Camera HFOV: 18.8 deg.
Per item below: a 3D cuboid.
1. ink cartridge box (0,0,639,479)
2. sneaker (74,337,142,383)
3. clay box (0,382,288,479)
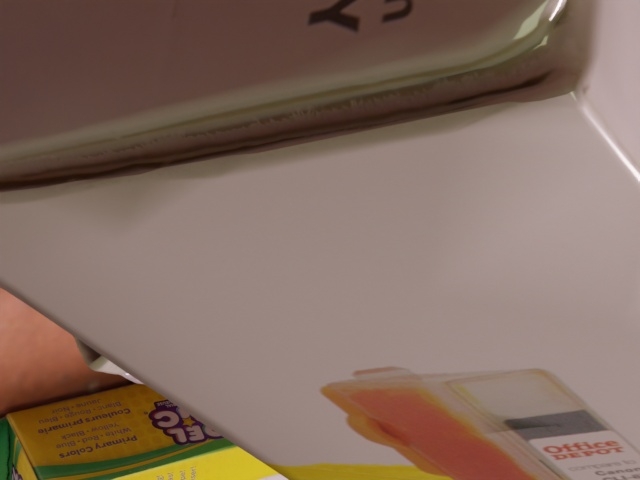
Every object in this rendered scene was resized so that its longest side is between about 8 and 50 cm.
[{"bbox_3d":[0.085,-0.056,0.529,0.160,0.279,0.384,-9,149,30],"label":"ink cartridge box"},{"bbox_3d":[0.000,0.000,0.696,0.152,0.114,0.305,-31,144,26],"label":"sneaker"},{"bbox_3d":[-0.046,0.112,0.786,0.222,0.053,0.127,-13,134,-24],"label":"clay box"}]
